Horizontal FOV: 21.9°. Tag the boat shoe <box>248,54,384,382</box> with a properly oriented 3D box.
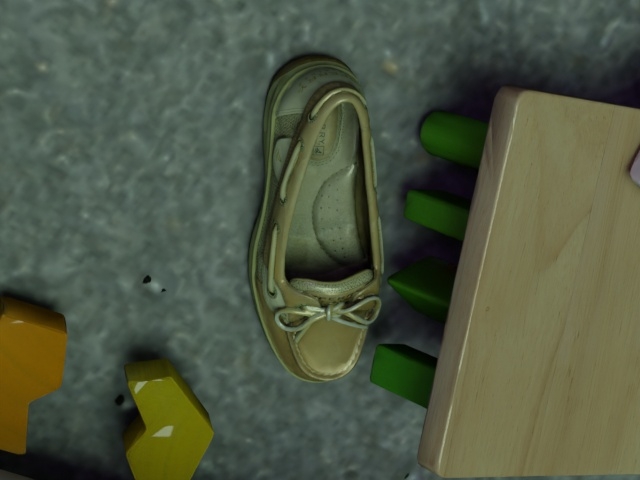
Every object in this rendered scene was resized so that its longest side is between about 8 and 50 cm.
[{"bbox_3d":[0.002,-0.001,0.709,0.056,0.048,0.153,-4,116,-16],"label":"boat shoe"}]

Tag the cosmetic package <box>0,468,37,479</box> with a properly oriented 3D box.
[{"bbox_3d":[-0.087,0.249,0.678,0.453,0.161,0.230,21,108,-15],"label":"cosmetic package"}]

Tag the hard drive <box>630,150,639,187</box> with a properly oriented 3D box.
[{"bbox_3d":[0.300,-0.027,0.760,0.319,0.040,0.210,37,90,-35],"label":"hard drive"}]

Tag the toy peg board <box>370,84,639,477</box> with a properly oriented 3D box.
[{"bbox_3d":[0.104,0.015,0.733,0.161,0.079,0.161,5,102,-37],"label":"toy peg board"}]

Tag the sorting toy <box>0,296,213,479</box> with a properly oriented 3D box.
[{"bbox_3d":[-0.130,0.177,0.765,0.229,0.041,0.307,19,108,-20],"label":"sorting toy"}]
